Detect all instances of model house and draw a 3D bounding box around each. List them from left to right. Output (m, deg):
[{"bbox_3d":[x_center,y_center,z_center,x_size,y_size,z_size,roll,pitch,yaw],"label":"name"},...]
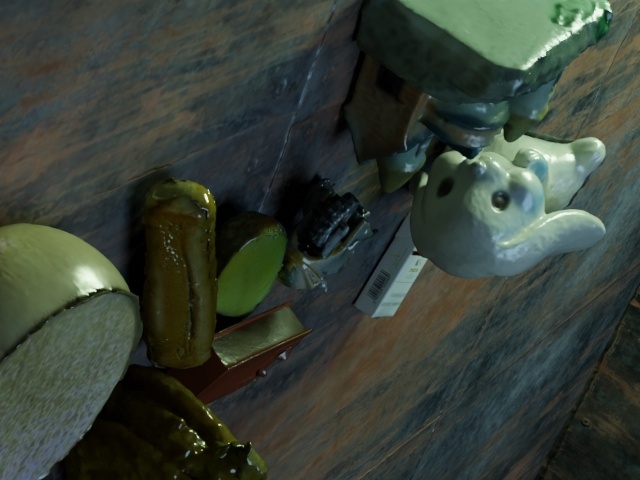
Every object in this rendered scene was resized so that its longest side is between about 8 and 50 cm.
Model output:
[{"bbox_3d":[0.157,-0.154,1.971,0.267,0.194,0.325,-35,155,-45],"label":"model house"}]

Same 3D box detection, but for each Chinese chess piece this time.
[{"bbox_3d":[-0.279,0.115,1.504,0.270,0.112,0.270,-45,158,-23],"label":"Chinese chess piece"}]

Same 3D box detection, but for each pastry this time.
[{"bbox_3d":[-0.164,0.259,1.822,0.132,0.235,0.240,-41,146,-23],"label":"pastry"}]

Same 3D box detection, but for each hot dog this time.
[{"bbox_3d":[-0.144,0.035,1.744,0.083,0.068,0.289,-5,142,-9],"label":"hot dog"}]

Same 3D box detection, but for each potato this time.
[{"bbox_3d":[-0.092,0.026,1.879,0.119,0.054,0.198,-44,163,-10],"label":"potato"}]

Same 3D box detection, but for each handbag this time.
[{"bbox_3d":[-0.105,0.140,1.977,0.127,0.063,0.190,-42,170,30],"label":"handbag"}]

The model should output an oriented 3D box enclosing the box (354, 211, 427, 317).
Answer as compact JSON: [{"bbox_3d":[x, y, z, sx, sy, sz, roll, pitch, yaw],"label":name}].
[{"bbox_3d":[0.112,0.034,2.377,0.154,0.040,0.084,-60,157,11],"label":"box"}]

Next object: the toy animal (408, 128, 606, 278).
[{"bbox_3d":[0.216,-0.052,2.197,0.289,0.249,0.174,-15,117,-38],"label":"toy animal"}]

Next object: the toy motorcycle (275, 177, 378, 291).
[{"bbox_3d":[0.000,0.001,2.010,0.130,0.094,0.229,-51,173,1],"label":"toy motorcycle"}]
